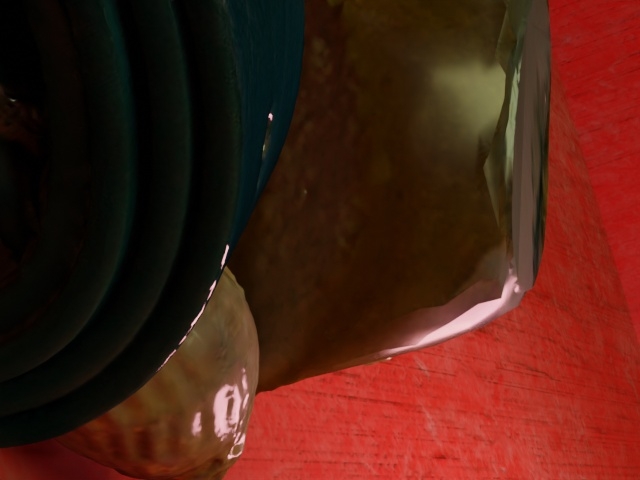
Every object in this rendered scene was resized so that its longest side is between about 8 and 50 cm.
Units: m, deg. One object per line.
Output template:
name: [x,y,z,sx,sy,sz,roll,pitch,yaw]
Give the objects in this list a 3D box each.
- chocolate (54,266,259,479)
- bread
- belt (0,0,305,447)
chocolate: [-0.128,0.019,0.959,0.309,0.134,0.134,55,24,-38]
bread: [0.017,-0.108,1.134,0.239,0.264,0.395,-7,99,-63]
belt: [-0.185,-0.132,0.685,0.437,0.300,0.173,63,19,-15]
